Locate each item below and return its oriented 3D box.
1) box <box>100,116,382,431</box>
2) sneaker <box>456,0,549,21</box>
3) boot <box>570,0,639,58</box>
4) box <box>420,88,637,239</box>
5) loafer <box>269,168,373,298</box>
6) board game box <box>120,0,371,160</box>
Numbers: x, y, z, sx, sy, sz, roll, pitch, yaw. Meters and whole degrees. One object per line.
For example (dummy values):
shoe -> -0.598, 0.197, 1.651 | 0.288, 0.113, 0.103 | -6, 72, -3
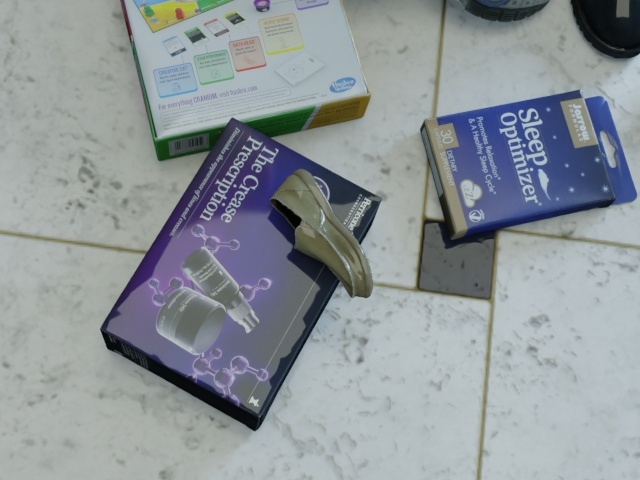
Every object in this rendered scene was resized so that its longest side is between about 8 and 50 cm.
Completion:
box -> -0.079, 0.034, 1.203 | 0.184, 0.103, 0.261 | 29, 73, 1
sneaker -> 0.137, -0.342, 1.328 | 0.297, 0.111, 0.129 | 17, 30, -17
boot -> 0.349, -0.355, 1.301 | 0.094, 0.207, 0.247 | 0, 74, -5
box -> 0.237, -0.090, 1.301 | 0.225, 0.036, 0.136 | -12, 75, -10
loafer -> 0.000, 0.000, 1.142 | 0.050, 0.056, 0.148 | -29, 71, -14
board game box -> -0.101, -0.267, 1.309 | 0.242, 0.064, 0.317 | -12, 75, -9
